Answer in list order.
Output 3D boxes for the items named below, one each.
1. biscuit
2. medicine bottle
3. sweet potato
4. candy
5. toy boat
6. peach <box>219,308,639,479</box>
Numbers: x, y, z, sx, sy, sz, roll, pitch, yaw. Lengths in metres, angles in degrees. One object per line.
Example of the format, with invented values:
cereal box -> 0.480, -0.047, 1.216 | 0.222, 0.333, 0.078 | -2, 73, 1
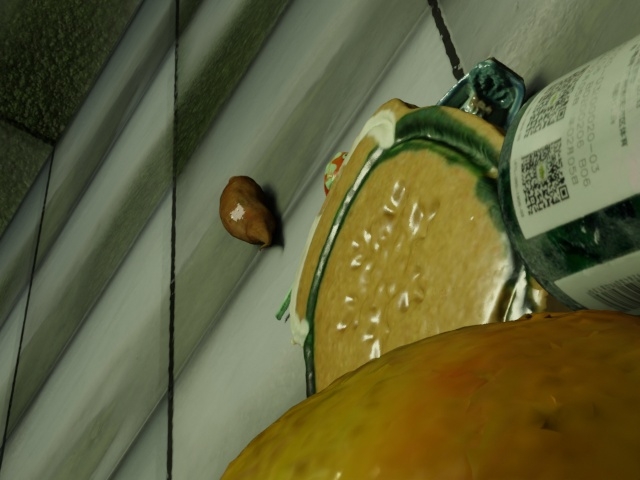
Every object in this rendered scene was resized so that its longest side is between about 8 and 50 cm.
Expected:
biscuit -> 0.056, 0.048, 1.108 | 0.287, 0.057, 0.344 | -68, 25, 9
medicine bottle -> 0.213, -0.053, 0.756 | 0.293, 0.141, 0.141 | -29, 38, 61
sweet potato -> -0.074, -0.025, 1.654 | 0.056, 0.056, 0.195 | -59, 23, 12
candy -> 0.000, 0.000, 1.434 | 0.055, 0.049, 0.184 | 43, 120, 26
toy boat -> 0.102, -0.074, 1.218 | 0.140, 0.059, 0.066 | -54, 3, 32
peach -> 0.067, 0.195, 0.569 | 0.372, 0.290, 0.372 | -58, 16, 26
